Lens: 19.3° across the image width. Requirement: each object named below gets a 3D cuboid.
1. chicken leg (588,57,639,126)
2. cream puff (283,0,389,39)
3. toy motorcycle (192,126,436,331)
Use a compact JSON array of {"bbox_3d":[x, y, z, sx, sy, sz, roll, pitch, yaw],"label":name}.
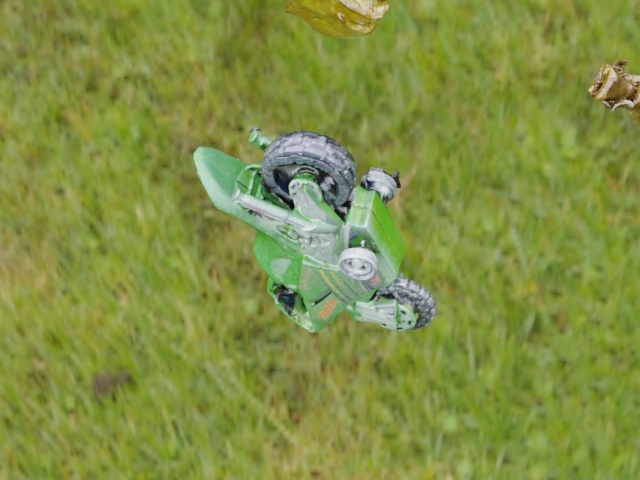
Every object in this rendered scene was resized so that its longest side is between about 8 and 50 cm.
[{"bbox_3d":[0.351,-0.144,1.904,0.101,0.207,0.085,19,98,42],"label":"chicken leg"},{"bbox_3d":[0.009,-0.159,1.165,0.058,0.083,0.083,-15,37,-42],"label":"cream puff"},{"bbox_3d":[0.000,0.000,1.177,0.106,0.190,0.074,-5,50,27],"label":"toy motorcycle"}]
